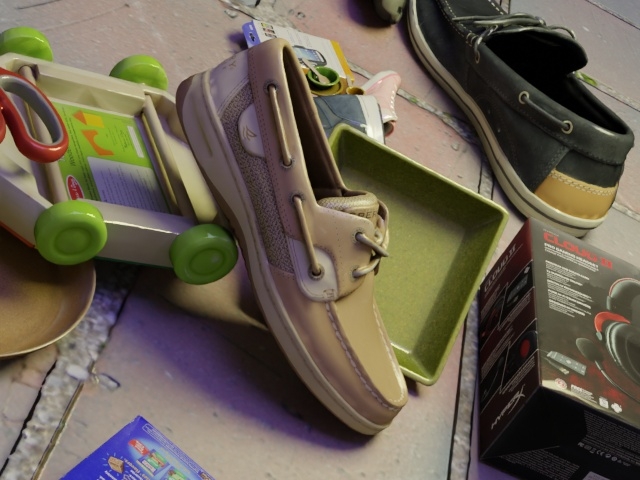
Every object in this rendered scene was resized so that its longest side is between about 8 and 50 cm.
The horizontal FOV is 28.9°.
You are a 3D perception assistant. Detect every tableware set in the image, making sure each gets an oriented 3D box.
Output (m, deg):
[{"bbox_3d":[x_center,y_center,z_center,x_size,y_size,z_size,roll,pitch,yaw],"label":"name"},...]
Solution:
[{"bbox_3d":[-0.028,-0.167,1.383,0.154,0.024,0.104,2,42,-12],"label":"tableware set"}]

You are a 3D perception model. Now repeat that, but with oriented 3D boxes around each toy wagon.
[{"bbox_3d":[-0.220,-0.080,1.062,0.344,0.068,0.267,10,37,-32],"label":"toy wagon"}]

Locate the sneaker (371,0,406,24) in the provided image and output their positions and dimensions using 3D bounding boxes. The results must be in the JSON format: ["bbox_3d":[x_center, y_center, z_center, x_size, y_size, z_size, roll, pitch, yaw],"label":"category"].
[{"bbox_3d":[0.072,-0.375,1.722,0.106,0.101,0.267,15,27,-8],"label":"sneaker"}]

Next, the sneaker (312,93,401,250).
[{"bbox_3d":[-0.007,-0.060,1.252,0.163,0.086,0.226,4,50,-22],"label":"sneaker"}]

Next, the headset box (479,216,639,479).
[{"bbox_3d":[0.272,0.118,1.210,0.218,0.110,0.293,25,34,-9],"label":"headset box"}]

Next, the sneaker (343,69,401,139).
[{"bbox_3d":[0.069,-0.151,1.450,0.070,0.051,0.134,37,41,17],"label":"sneaker"}]

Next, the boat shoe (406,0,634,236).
[{"bbox_3d":[0.255,-0.219,1.597,0.187,0.156,0.500,9,38,-28],"label":"boat shoe"}]

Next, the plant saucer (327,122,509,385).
[{"bbox_3d":[0.055,0.015,1.163,0.188,0.045,0.188,27,75,-6],"label":"plant saucer"}]

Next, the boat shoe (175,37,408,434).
[{"bbox_3d":[0.000,0.000,1.037,0.341,0.110,0.121,63,18,-6],"label":"boat shoe"}]

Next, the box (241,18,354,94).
[{"bbox_3d":[-0.032,-0.220,1.483,0.136,0.028,0.081,9,40,-26],"label":"box"}]

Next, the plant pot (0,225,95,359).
[{"bbox_3d":[-0.294,0.011,0.972,0.236,0.032,0.236,22,35,-16],"label":"plant pot"}]

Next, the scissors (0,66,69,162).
[{"bbox_3d":[-0.304,-0.163,1.025,0.109,0.021,0.297,-4,45,-41],"label":"scissors"}]

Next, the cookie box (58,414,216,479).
[{"bbox_3d":[-0.131,0.185,0.868,0.092,0.040,0.107,39,34,10],"label":"cookie box"}]
